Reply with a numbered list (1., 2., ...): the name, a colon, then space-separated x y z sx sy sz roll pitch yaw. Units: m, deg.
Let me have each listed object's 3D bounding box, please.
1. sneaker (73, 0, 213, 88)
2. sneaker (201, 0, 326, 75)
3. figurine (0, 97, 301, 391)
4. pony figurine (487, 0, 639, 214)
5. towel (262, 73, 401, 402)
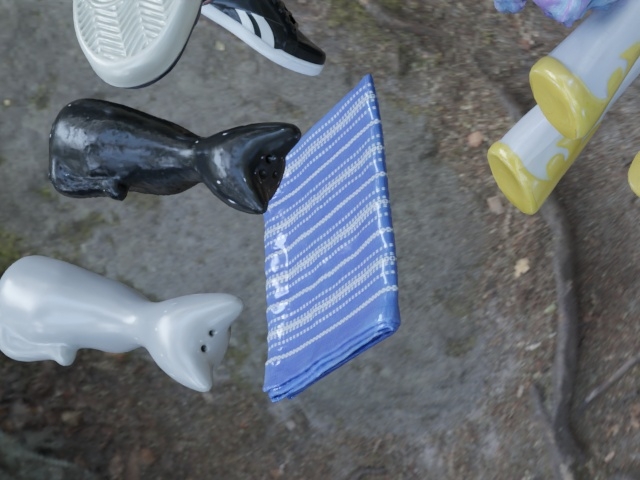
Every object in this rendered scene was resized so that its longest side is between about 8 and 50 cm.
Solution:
1. sneaker: -0.140 -0.251 1.094 0.131 0.148 0.350 -12 51 16
2. sneaker: -0.064 -0.296 1.371 0.216 0.079 0.121 30 110 -15
3. figurine: -0.125 0.002 0.851 0.209 0.092 0.215 7 75 35
4. pony figurine: 0.229 -0.203 0.595 0.363 0.351 0.303 -36 46 -7
5. towel: 0.000 0.000 1.350 0.243 0.040 0.336 -38 46 44
